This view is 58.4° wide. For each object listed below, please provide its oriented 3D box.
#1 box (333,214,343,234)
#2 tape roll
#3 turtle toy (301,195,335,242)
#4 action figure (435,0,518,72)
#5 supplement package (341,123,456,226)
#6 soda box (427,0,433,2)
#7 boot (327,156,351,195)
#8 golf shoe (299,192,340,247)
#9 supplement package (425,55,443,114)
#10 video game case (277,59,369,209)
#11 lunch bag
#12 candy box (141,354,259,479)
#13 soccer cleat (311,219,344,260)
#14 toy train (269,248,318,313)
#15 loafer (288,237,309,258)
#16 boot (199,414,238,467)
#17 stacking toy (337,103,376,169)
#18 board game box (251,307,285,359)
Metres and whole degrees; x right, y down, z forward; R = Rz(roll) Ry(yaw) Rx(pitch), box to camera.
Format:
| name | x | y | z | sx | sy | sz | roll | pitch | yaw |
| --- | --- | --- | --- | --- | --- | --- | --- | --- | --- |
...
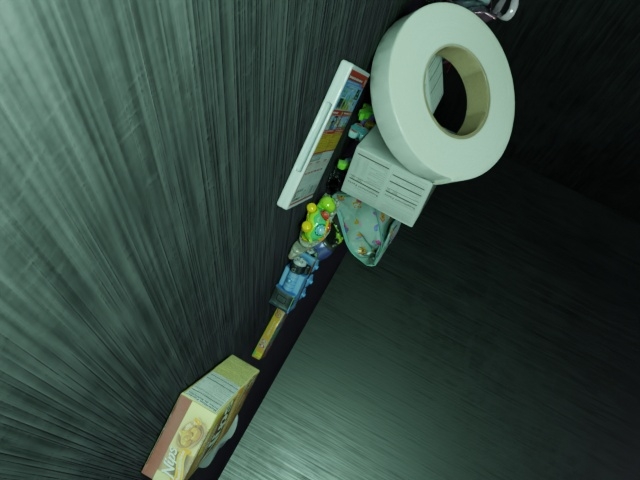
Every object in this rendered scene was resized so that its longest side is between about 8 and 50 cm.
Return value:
| name | x | y | z | sx | sy | sz | roll | pitch | yaw |
| --- | --- | --- | --- | --- | --- | --- | --- | --- | --- |
| box | 0.112 | -0.146 | 2.007 | 0.183 | 0.056 | 0.231 | -59 | 173 | -22 |
| tape roll | 0.282 | -0.323 | 1.278 | 0.072 | 0.392 | 0.392 | -2 | -126 | 57 |
| turtle toy | -0.004 | -0.052 | 1.412 | 0.095 | 0.066 | 0.130 | 94 | 11 | -72 |
| action figure | 0.407 | -0.606 | 1.585 | 0.370 | 0.275 | 0.248 | 68 | 42 | -63 |
| supplement package | 0.208 | -0.196 | 1.455 | 0.262 | 0.204 | 0.145 | -53 | 167 | -45 |
| soda box | 0.248 | -0.595 | 1.200 | 0.169 | 0.060 | 0.053 | -64 | 173 | 15 |
| boot | 0.049 | -0.156 | 1.527 | 0.121 | 0.045 | 0.099 | 101 | 14 | -45 |
| golf shoe | -0.005 | -0.038 | 1.514 | 0.176 | 0.069 | 0.086 | -56 | 178 | -32 |
| supplement package | 0.234 | -0.407 | 1.406 | 0.105 | 0.105 | 0.179 | -60 | 150 | -30 |
| video game case | 0.010 | -0.202 | 1.113 | 0.285 | 0.025 | 0.204 | -64 | 173 | 16 |
| lunch bag | 0.163 | -0.077 | 1.778 | 0.223 | 0.160 | 0.262 | -50 | 125 | -55 |
| candy box | -0.245 | 0.378 | 1.235 | 0.183 | 0.087 | 0.316 | -63 | 174 | 6 |
| soccer cleat | -0.001 | -0.001 | 1.713 | 0.121 | 0.093 | 0.289 | -32 | -176 | 12 |
| toy train | -0.068 | 0.106 | 1.558 | 0.105 | 0.080 | 0.184 | -38 | 156 | -61 |
| loafer | -0.049 | 0.014 | 1.507 | 0.039 | 0.045 | 0.125 | -46 | 175 | 30 |
| boot | -0.273 | 0.485 | 1.523 | 0.258 | 0.095 | 0.123 | -56 | -176 | 32 |
| stacking toy | 0.108 | -0.290 | 1.438 | 0.221 | 0.052 | 0.167 | -52 | 166 | -49 |
| board game box | -0.137 | 0.255 | 1.832 | 0.124 | 0.039 | 0.260 | 70 | 45 | -82 |
